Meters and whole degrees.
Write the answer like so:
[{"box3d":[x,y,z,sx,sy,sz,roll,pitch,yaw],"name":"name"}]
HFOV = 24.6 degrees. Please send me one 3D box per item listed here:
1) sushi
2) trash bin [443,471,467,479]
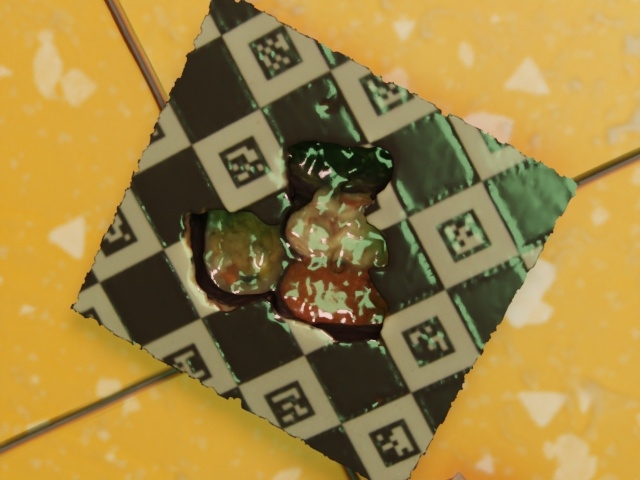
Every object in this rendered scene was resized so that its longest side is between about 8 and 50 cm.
[{"box3d":[0.000,0.000,0.867,0.231,0.047,0.219,29,108,6],"name":"sushi"},{"box3d":[-0.023,0.330,0.842,0.368,0.256,0.295,-14,103,17],"name":"trash bin"}]
